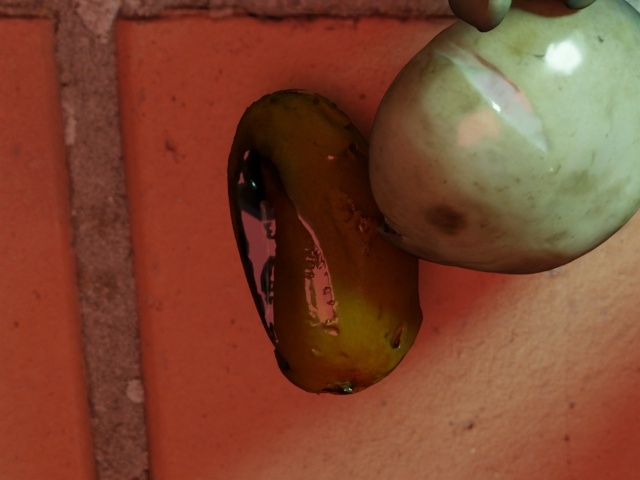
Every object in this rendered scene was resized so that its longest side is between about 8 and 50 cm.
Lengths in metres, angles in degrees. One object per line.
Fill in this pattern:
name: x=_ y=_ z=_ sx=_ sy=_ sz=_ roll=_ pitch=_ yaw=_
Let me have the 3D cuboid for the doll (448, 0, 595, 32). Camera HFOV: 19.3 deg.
doll: x=0.165 y=-0.360 z=1.262 sx=0.382 sy=0.252 sz=0.378 roll=-35 pitch=76 yaw=-11

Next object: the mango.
mango: x=0.000 y=0.000 z=1.495 sx=0.151 sy=0.156 sz=0.248 roll=-19 pitch=91 yaw=-24

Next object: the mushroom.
mushroom: x=0.142 y=-0.081 z=1.405 sx=0.255 sy=0.255 sz=0.184 roll=-43 pitch=60 yaw=21
